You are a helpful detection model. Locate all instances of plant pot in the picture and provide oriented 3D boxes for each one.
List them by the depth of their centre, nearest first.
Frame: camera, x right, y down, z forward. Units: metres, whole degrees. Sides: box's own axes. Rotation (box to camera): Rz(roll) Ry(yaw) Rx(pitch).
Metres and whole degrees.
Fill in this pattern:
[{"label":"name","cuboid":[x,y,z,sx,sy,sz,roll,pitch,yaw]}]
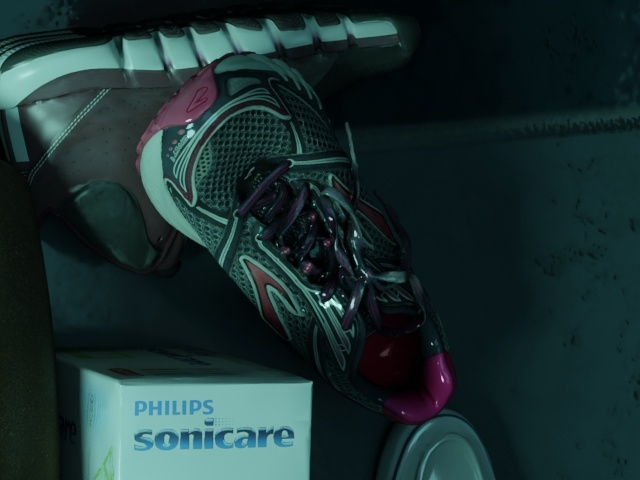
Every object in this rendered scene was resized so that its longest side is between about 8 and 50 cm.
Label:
[{"label":"plant pot","cuboid":[-0.239,0.067,1.120,0.215,0.215,0.230,16,69,-22]}]

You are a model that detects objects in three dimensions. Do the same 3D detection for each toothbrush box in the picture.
[{"label":"toothbrush box","cuboid":[-0.097,0.212,1.165,0.122,0.206,0.283,2,92,-22]}]

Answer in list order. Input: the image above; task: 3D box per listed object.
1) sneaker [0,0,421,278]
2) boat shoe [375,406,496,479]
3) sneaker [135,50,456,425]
[{"label":"sneaker","cuboid":[-0.069,-0.062,1.235,0.281,0.106,0.163,-8,103,-14]},{"label":"boat shoe","cuboid":[0.098,0.241,1.311,0.095,0.084,0.258,-10,96,-21]},{"label":"sneaker","cuboid":[0.000,0.000,1.183,0.121,0.112,0.299,-43,134,-3]}]
